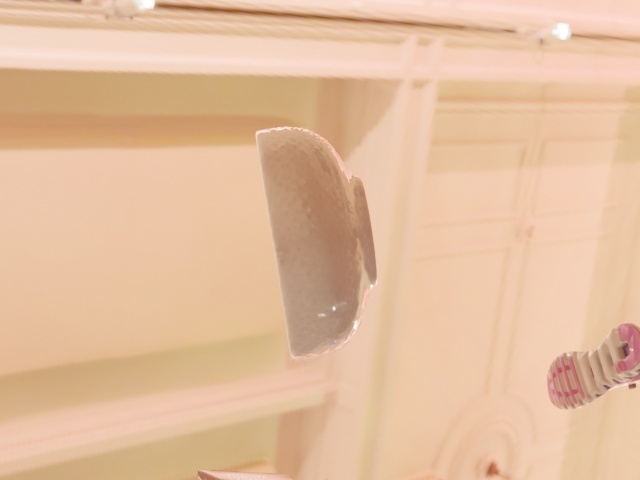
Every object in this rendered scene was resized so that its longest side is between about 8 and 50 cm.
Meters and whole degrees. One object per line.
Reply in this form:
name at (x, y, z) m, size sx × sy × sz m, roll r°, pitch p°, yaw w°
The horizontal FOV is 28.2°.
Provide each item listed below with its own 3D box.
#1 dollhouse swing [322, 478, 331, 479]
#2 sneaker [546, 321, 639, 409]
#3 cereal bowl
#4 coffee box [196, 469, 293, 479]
dollhouse swing at (0.024, 0.582, 1.867) m, size 0.315 × 0.347 × 0.305 m, roll -39°, pitch -67°, yaw -24°
sneaker at (0.463, 0.208, 2.034) m, size 0.104 × 0.236 × 0.095 m, roll 7°, pitch -119°, yaw -34°
cereal bowl at (0.000, 0.000, 1.803) m, size 0.141 × 0.339 × 0.339 m, roll -8°, pitch -64°, yaw -1°
coffee box at (-0.111, 0.454, 1.776) m, size 0.141 × 0.098 × 0.246 m, roll 7°, pitch -84°, yaw -22°
